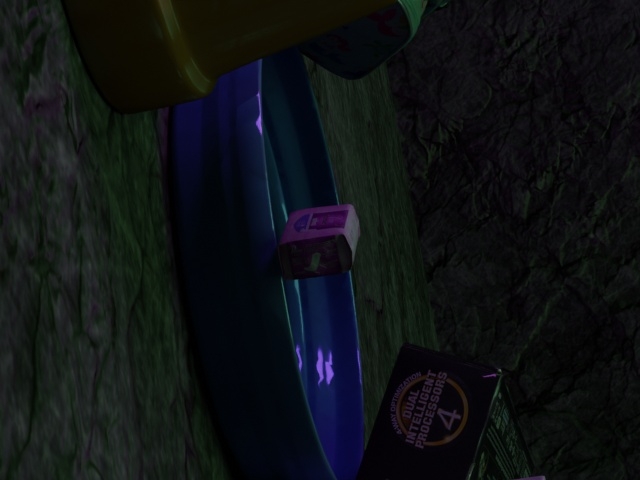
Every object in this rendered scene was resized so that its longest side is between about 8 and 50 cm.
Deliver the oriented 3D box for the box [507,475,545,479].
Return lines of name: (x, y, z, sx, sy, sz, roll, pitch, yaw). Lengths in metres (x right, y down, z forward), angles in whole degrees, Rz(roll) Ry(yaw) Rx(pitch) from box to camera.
box: (0.062, 0.328, 1.023, 0.058, 0.232, 0.322, 70, 13, -58)

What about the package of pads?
package of pads: (0.000, 0.000, 1.056, 0.083, 0.050, 0.032, -74, 154, -73)

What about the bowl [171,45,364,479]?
bowl: (-0.037, 0.017, 1.231, 0.391, 0.077, 0.391, -10, 90, -82)

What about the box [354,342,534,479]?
box: (0.087, 0.290, 1.302, 0.395, 0.097, 0.318, 58, 49, -69)

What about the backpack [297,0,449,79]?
backpack: (0.029, -0.268, 1.272, 0.253, 0.225, 0.191, -30, -146, 55)

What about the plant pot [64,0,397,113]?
plant pot: (-0.052, -0.196, 0.962, 0.205, 0.187, 0.205, -9, 90, -82)
